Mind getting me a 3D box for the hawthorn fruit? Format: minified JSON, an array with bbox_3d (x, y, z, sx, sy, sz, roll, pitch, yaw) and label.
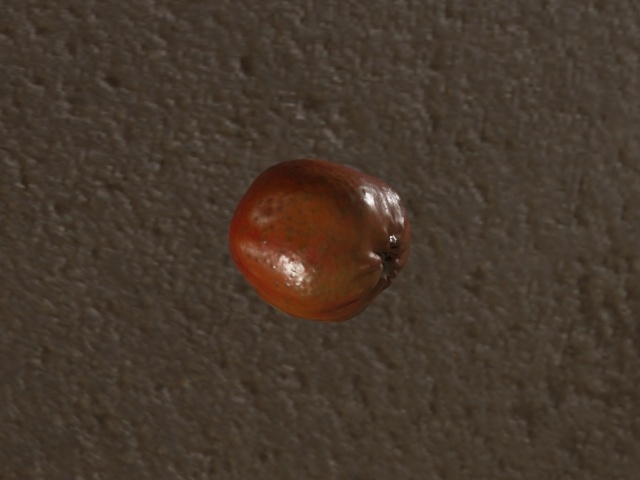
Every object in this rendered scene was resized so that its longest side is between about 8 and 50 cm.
[{"bbox_3d":[0.000,0.000,0.911,0.128,0.128,0.128,-7,103,-35],"label":"hawthorn fruit"}]
